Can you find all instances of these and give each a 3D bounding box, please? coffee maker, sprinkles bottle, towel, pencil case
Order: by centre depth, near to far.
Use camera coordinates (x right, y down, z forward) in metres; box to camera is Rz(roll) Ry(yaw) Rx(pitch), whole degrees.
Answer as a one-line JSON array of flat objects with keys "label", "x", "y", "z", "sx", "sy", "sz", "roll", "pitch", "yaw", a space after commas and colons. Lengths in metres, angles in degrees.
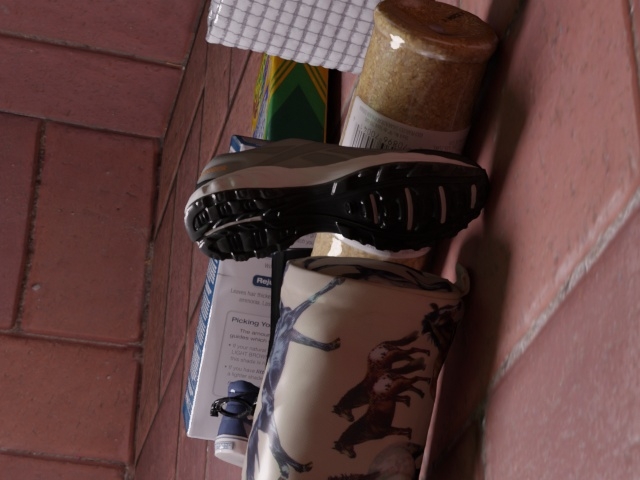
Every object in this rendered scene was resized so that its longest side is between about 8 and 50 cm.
[{"label": "pencil case", "x": 0.022, "y": 0.209, "z": 1.380, "sx": 0.160, "sy": 0.183, "sz": 0.411, "roll": -166, "pitch": 88, "yaw": -72}, {"label": "sprinkles bottle", "x": 0.067, "y": -0.051, "z": 1.485, "sx": 0.121, "sy": 0.121, "sz": 0.355, "roll": -103, "pitch": 25, "yaw": -60}, {"label": "coffee maker", "x": -0.020, "y": 0.101, "z": 1.652, "sx": 0.120, "sy": 0.171, "sz": 0.178, "roll": 127, "pitch": 150, "yaw": -60}, {"label": "towel", "x": 0.011, "y": -0.326, "z": 1.684, "sx": 0.121, "sy": 0.235, "sz": 0.284, "roll": -85, "pitch": 11, "yaw": -45}]

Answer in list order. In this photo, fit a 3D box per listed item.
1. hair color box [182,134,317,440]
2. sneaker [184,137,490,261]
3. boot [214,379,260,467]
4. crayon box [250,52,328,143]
[{"label": "hair color box", "x": -0.046, "y": 0.064, "z": 1.799, "sx": 0.105, "sy": 0.173, "sz": 0.347, "roll": -127, "pitch": 48, "yaw": -76}, {"label": "sneaker", "x": 0.015, "y": -0.053, "z": 1.381, "sx": 0.108, "sy": 0.271, "sz": 0.100, "roll": -87, "pitch": -7, "yaw": -51}, {"label": "boot", "x": -0.043, "y": 0.224, "z": 1.729, "sx": 0.069, "sy": 0.190, "sz": 0.086, "roll": -5, "pitch": 64, "yaw": 34}, {"label": "crayon box", "x": -0.046, "y": -0.177, "z": 2.155, "sx": 0.203, "sy": 0.083, "sz": 0.323, "roll": 110, "pitch": 166, "yaw": -56}]
